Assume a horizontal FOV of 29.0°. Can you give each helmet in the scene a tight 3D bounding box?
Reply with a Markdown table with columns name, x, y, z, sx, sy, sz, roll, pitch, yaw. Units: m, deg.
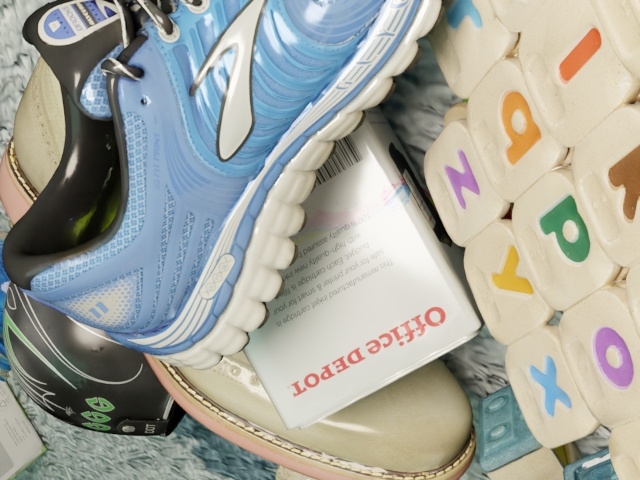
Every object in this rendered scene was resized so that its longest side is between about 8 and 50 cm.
| name | x | y | z | sx | sy | sz | roll | pitch | yaw |
| --- | --- | --- | --- | --- | --- | --- | --- | --- | --- |
| helmet | -0.162 | 0.060 | 0.944 | 0.161 | 0.169 | 0.169 | 24 | 141 | 4 |

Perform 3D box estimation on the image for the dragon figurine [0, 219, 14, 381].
| name | x | y | z | sx | sy | sz | roll | pitch | yaw |
| --- | --- | --- | --- | --- | --- | --- | --- | --- | --- |
| dragon figurine | -0.256 | 0.068 | 1.046 | 0.085 | 0.144 | 0.289 | -12 | 118 | 51 |

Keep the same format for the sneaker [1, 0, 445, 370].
| name | x | y | z | sx | sy | sz | roll | pitch | yaw |
| --- | --- | --- | --- | --- | --- | --- | --- | --- | --- |
| sneaker | -0.050 | -0.096 | 0.576 | 0.130 | 0.147 | 0.330 | 41 | 109 | 54 |

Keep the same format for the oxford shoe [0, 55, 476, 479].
| name | x | y | z | sx | sy | sz | roll | pitch | yaw |
| --- | --- | --- | --- | --- | --- | --- | --- | --- | --- |
| oxford shoe | -0.057 | 0.011 | 0.801 | 0.397 | 0.140 | 0.146 | 35 | 135 | 14 |

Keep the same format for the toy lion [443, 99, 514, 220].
| name | x | y | z | sx | sy | sz | roll | pitch | yaw |
| --- | --- | --- | --- | --- | --- | --- | --- | --- | --- |
| toy lion | 0.117 | -0.030 | 0.671 | 0.096 | 0.034 | 0.100 | 16 | 134 | 27 |

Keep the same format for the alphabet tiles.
| name | x | y | z | sx | sy | sz | roll | pitch | yaw |
| --- | --- | --- | --- | --- | --- | --- | --- | --- | --- |
| alphabet tiles | 0.122 | -0.012 | 0.531 | 0.278 | 0.021 | 0.284 | 124 | 127 | -67 |

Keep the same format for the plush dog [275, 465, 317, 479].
| name | x | y | z | sx | sy | sz | roll | pitch | yaw |
| --- | --- | --- | --- | --- | --- | --- | --- | --- | --- |
| plush dog | 0.033 | 0.288 | 0.922 | 0.225 | 0.262 | 0.210 | 41 | 178 | 26 |

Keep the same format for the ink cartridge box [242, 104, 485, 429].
| name | x | y | z | sx | sy | sz | roll | pitch | yaw |
| --- | --- | --- | --- | --- | --- | --- | --- | --- | --- |
| ink cartridge box | 0.000 | 0.000 | 0.705 | 0.127 | 0.072 | 0.175 | -30 | 88 | 15 |

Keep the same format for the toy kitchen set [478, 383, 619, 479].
| name | x | y | z | sx | sy | sz | roll | pitch | yaw |
| --- | --- | --- | --- | --- | --- | --- | --- | --- | --- |
| toy kitchen set | 0.179 | 0.088 | 0.688 | 0.207 | 0.166 | 0.122 | -27 | 105 | 16 |

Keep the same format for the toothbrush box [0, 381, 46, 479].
| name | x | y | z | sx | sy | sz | roll | pitch | yaw |
| --- | --- | --- | --- | --- | --- | --- | --- | --- | --- |
| toothbrush box | -0.470 | 0.178 | 1.395 | 0.283 | 0.122 | 0.206 | 1 | 123 | 47 |
